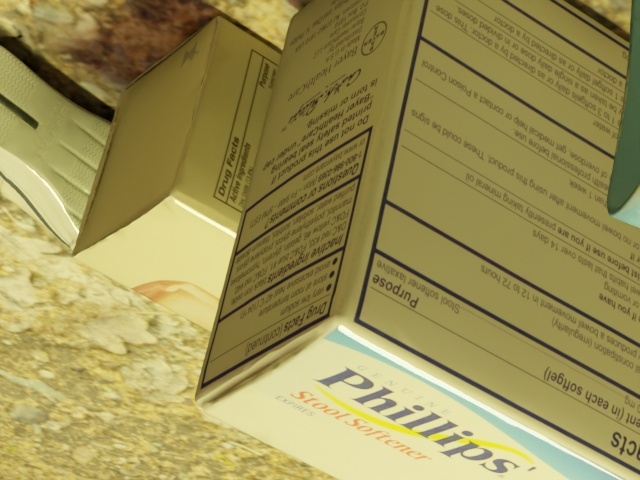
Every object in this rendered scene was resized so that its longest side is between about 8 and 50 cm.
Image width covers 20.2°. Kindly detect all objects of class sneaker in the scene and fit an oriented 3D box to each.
[{"bbox_3d":[-0.199,-0.061,1.272,0.091,0.094,0.258,7,149,47],"label":"sneaker"}]

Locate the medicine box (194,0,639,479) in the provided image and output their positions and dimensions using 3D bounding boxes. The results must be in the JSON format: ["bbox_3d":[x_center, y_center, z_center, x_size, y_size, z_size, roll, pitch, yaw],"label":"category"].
[{"bbox_3d":[0.098,0.006,1.052,0.263,0.289,0.149,29,145,-23],"label":"medicine box"}]

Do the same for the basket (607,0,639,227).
[{"bbox_3d":[0.205,-0.172,0.775,0.201,0.255,0.289,19,130,-4],"label":"basket"}]

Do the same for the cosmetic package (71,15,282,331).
[{"bbox_3d":[0.000,0.000,1.217,0.296,0.153,0.129,32,143,-25],"label":"cosmetic package"}]
